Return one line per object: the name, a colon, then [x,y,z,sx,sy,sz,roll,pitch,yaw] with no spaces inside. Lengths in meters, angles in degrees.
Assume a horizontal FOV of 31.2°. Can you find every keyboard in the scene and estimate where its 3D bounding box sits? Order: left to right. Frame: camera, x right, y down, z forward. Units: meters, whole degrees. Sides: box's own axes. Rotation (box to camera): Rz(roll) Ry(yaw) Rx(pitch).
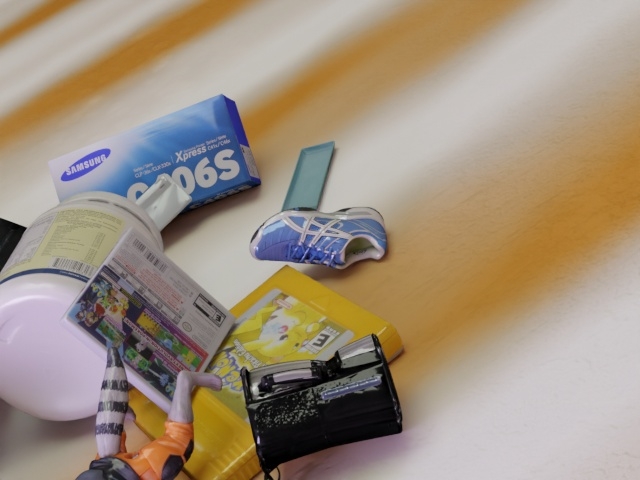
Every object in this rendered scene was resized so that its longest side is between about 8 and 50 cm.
keyboard: [-0.333,-0.005,1.964,0.256,0.014,0.072,-45,75,-5]

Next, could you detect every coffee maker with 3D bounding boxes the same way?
coffee maker: [0.008,0.214,1.383,0.178,0.171,0.120,-14,-1,1]

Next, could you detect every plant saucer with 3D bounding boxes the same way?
plant saucer: [-0.018,-0.105,1.961,0.067,0.018,0.192,-12,34,21]

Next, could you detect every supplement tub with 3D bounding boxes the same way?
supplement tub: [-0.360,0.085,1.707,0.235,0.235,0.325,-18,25,13]

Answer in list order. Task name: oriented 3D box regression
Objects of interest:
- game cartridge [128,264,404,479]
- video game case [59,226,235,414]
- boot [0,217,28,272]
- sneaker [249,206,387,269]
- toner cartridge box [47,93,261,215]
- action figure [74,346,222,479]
game cartridge: [-0.090,0.181,1.567,0.323,0.053,0.285,-37,33,-19]
video game case: [-0.229,0.108,1.557,0.023,0.201,0.183,-30,22,46]
boot: [-0.596,0.191,1.795,0.367,0.146,0.445,-53,14,19]
sneaker: [0.000,0.000,1.701,0.211,0.080,0.081,-9,40,-9]
toner cartridge box: [-0.296,-0.120,2.037,0.347,0.165,0.075,-20,-9,10]
action figure: [-0.292,0.312,1.398,0.341,0.178,0.330,-10,40,31]
